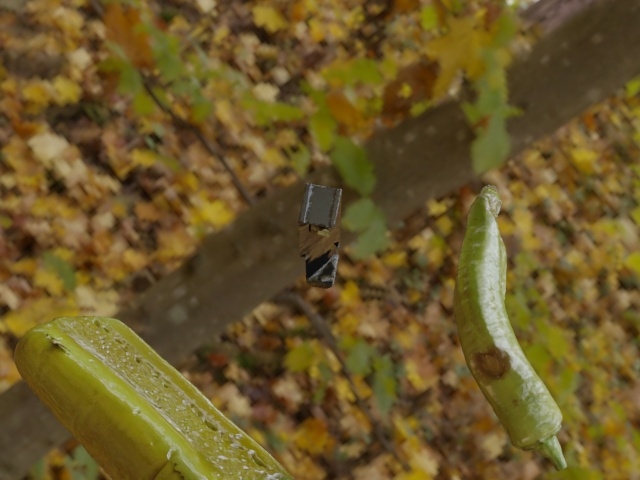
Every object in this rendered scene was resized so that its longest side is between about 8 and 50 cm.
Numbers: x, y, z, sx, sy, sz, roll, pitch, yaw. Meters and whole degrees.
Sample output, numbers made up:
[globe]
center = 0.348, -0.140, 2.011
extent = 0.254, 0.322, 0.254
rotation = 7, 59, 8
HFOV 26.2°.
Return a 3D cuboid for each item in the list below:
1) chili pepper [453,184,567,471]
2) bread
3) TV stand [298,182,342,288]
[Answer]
[chili pepper]
center = 0.107, 0.045, 0.851
extent = 0.043, 0.049, 0.208
rotation = 72, 6, -56
[bread]
center = -0.190, 0.215, 1.513
extent = 0.383, 0.112, 0.166
rotation = 36, 23, 34
[TV stand]
center = 0.000, 0.000, 1.598
extent = 0.040, 0.049, 0.256
rotation = 10, -17, 3
